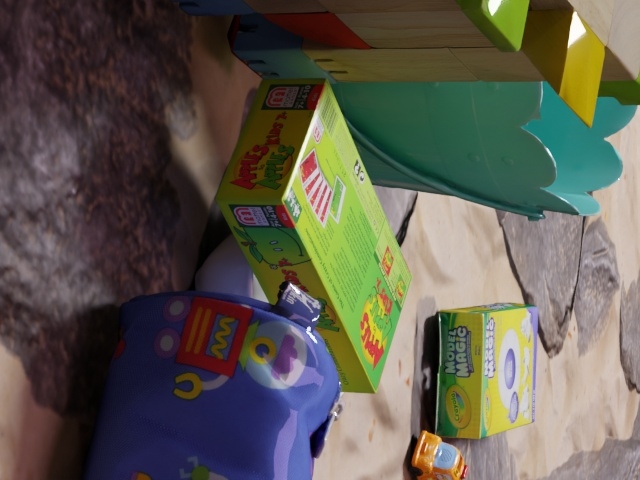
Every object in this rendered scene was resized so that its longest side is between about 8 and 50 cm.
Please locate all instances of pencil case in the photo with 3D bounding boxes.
[{"bbox_3d":[-0.071,0.174,1.027,0.119,0.133,0.306,125,-22,-69],"label":"pencil case"}]

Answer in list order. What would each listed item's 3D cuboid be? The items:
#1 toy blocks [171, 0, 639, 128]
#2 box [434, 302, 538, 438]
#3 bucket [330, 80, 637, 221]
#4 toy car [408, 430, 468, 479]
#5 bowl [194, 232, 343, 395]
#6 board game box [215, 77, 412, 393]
[{"bbox_3d":[0.004,-0.183,1.033,0.381,0.261,0.190,36,61,-55],"label":"toy blocks"},{"bbox_3d":[0.135,0.106,1.615,0.179,0.043,0.105,-2,94,-65],"label":"box"},{"bbox_3d":[0.100,-0.155,1.325,0.281,0.183,0.281,2,90,-67],"label":"bucket"},{"bbox_3d":[0.081,0.196,1.498,0.122,0.040,0.060,-55,141,-52],"label":"toy car"},{"bbox_3d":[-0.031,0.047,1.203,0.142,0.053,0.142,-41,130,-60],"label":"bowl"},{"bbox_3d":[0.000,0.000,1.150,0.181,0.043,0.092,64,36,-45],"label":"board game box"}]
